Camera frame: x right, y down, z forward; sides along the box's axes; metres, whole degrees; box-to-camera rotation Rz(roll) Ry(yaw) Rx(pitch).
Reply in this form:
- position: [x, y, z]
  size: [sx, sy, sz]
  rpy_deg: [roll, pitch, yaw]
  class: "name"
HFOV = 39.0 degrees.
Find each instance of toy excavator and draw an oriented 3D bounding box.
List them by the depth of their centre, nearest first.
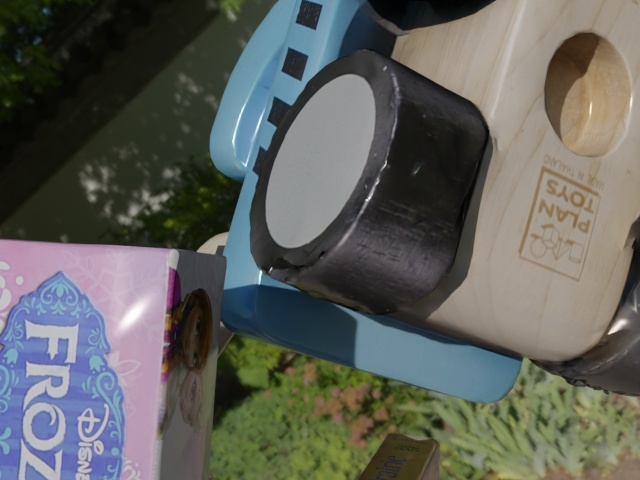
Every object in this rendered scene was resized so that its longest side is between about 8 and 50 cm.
- position: [0.000, 0.000, 0.573]
  size: [0.445, 0.222, 0.432]
  rpy_deg: [4, 76, 61]
  class: "toy excavator"

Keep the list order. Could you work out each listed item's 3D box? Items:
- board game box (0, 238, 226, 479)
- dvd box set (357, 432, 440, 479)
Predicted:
- position: [-0.206, 0.151, 0.352]
  size: [0.318, 0.318, 0.066]
  rpy_deg: [3, -3, 11]
  class: "board game box"
- position: [0.032, 0.368, 0.726]
  size: [0.062, 0.307, 0.420]
  rpy_deg: [3, 7, 16]
  class: "dvd box set"
